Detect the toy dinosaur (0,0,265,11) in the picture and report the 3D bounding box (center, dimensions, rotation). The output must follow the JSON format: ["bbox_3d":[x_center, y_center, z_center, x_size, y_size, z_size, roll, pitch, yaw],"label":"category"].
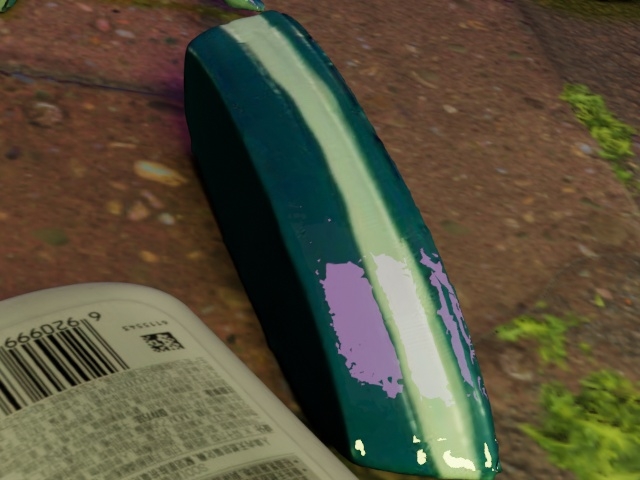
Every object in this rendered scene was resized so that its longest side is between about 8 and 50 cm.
[{"bbox_3d":[-0.198,-0.214,0.877,0.329,0.076,0.144,29,27,13],"label":"toy dinosaur"}]

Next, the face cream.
[{"bbox_3d":[-0.036,0.110,0.410,0.144,0.071,0.291,-21,38,-29],"label":"face cream"}]

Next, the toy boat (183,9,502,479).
[{"bbox_3d":[0.000,0.000,0.631,0.062,0.096,0.299,-8,41,-18],"label":"toy boat"}]
